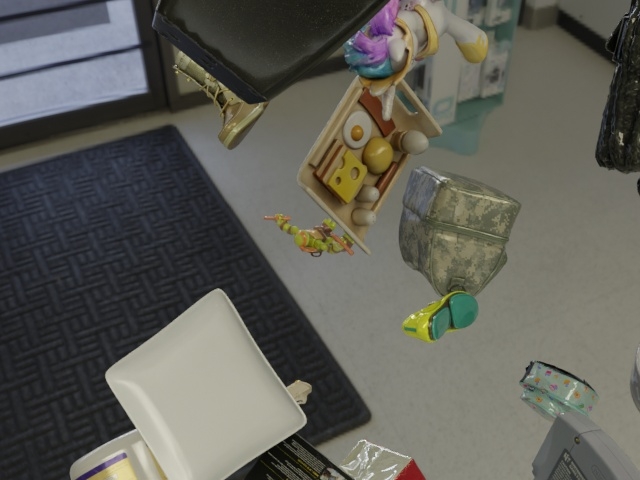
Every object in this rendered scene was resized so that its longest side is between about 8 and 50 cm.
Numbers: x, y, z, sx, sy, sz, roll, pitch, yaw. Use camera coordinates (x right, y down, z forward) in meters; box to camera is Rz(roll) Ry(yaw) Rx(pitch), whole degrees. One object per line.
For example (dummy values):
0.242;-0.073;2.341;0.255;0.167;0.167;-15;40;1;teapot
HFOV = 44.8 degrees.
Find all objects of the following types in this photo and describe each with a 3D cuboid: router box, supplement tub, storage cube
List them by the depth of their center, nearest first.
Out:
-0.037;0.432;1.376;0.179;0.046;0.133;30;75;37;router box
-0.389;0.604;1.740;0.241;0.241;0.331;-23;77;-23;supplement tub
0.134;0.598;1.754;0.184;0.193;0.215;-42;25;-26;storage cube

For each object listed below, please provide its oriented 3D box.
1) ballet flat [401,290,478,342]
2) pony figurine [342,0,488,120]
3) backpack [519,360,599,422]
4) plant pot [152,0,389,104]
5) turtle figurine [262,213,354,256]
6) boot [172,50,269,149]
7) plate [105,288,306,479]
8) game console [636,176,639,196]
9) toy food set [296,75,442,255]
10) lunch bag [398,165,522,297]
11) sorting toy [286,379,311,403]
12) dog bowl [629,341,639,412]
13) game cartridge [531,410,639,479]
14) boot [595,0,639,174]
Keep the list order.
0.226;0.144;1.488;0.077;0.077;0.231;-5;5;33;ballet flat
0.133;-0.358;0.999;0.303;0.351;0.363;9;24;23;pony figurine
0.650;0.423;2.108;0.188;0.166;0.144;8;63;52;backpack
-0.059;-0.234;0.745;0.167;0.187;0.188;-54;16;-2;plant pot
0.000;0.000;1.953;0.269;0.087;0.217;19;11;28;turtle figurine
-0.169;-0.245;1.260;0.165;0.077;0.213;38;32;-13;boot
-0.199;0.269;1.351;0.278;0.045;0.277;-37;82;11;plate
0.672;0.009;1.221;0.250;0.293;0.173;-18;40;30;game console
0.104;-0.155;1.487;0.092;0.220;0.306;12;65;48;toy food set
0.293;-0.016;1.764;0.213;0.256;0.305;15;11;-12;lunch bag
-0.066;0.426;2.102;0.083;0.075;0.045;-26;40;-23;sorting toy
0.886;0.300;1.769;0.349;0.102;0.349;-15;37;12;dog bowl
0.463;0.439;1.275;0.062;0.198;0.297;0;38;-23;game cartridge
0.368;-0.184;0.684;0.348;0.260;0.131;-7;11;-32;boot
